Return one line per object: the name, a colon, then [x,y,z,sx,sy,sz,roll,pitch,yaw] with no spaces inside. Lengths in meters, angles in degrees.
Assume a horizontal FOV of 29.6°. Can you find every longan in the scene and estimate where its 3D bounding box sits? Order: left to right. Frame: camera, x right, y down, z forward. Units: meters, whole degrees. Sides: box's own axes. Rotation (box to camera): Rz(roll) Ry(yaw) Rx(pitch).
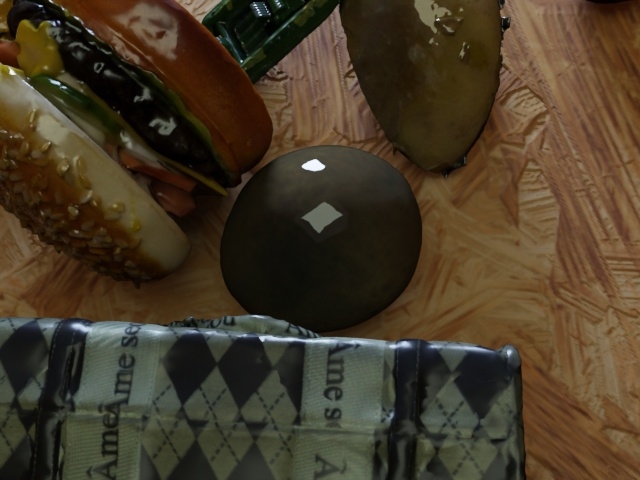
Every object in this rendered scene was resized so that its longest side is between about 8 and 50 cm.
longan: [0.000,0.000,1.093,0.187,0.167,0.167,-34,71,16]

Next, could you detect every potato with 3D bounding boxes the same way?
potato: [0.099,-0.197,1.146,0.138,0.098,0.243,-32,68,32]

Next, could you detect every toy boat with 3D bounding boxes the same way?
toy boat: [-0.038,-0.237,1.193,0.210,0.052,0.104,-39,60,24]

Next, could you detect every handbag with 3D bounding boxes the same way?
handbag: [-0.043,0.171,0.965,0.416,0.317,0.180,2,73,11]

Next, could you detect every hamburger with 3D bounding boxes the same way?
hamburger: [-0.196,-0.101,1.081,0.291,0.291,0.225,39,80,16]

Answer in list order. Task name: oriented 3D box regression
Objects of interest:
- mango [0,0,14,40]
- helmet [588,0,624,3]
mango: [-0.387,-0.235,1.221,0.252,0.126,0.154,3,80,15]
helmet: [0.281,-0.276,1.198,0.123,0.070,0.098,2,66,13]
